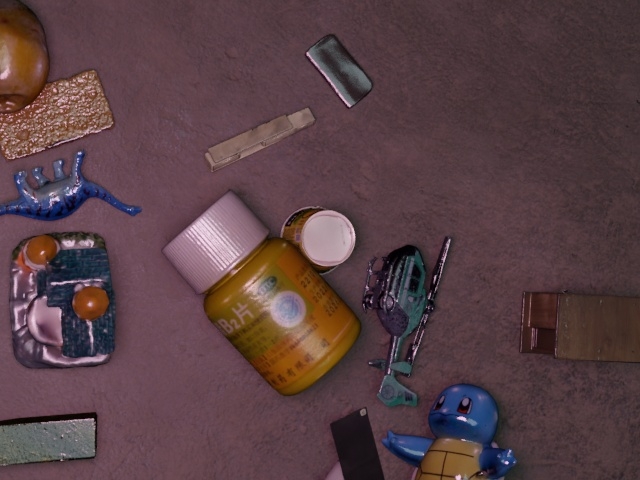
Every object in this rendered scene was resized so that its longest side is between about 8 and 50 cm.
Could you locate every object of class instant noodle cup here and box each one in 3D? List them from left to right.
[{"bbox_3d":[0.000,0.000,1.838,0.151,0.122,0.151,0,90,-13],"label":"instant noodle cup"}]

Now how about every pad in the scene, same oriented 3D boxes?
[{"bbox_3d":[0.082,0.457,1.865,0.116,0.004,0.193,-14,91,-44],"label":"pad"}]

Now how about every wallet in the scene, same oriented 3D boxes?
[{"bbox_3d":[0.042,-0.366,1.917,0.082,0.018,0.157,-42,96,-10],"label":"wallet"}]

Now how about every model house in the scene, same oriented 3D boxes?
[{"bbox_3d":[-0.476,0.112,1.649,0.190,0.301,0.271,0,87,-19],"label":"model house"}]

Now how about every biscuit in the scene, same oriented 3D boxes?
[{"bbox_3d":[-0.539,-0.250,1.781,0.231,0.025,0.131,-19,91,-11],"label":"biscuit"}]

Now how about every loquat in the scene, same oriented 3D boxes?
[{"bbox_3d":[-0.610,-0.357,1.695,0.179,0.179,0.227,-8,71,-13],"label":"loquat"}]

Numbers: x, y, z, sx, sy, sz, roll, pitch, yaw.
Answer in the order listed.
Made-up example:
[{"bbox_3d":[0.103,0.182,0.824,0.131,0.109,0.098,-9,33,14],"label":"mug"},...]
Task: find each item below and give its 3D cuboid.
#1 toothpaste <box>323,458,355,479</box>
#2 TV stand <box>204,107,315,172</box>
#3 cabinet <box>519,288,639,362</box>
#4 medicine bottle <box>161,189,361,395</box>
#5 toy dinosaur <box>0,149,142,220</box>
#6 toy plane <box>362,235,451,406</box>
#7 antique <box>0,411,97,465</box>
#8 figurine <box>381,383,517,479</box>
[{"bbox_3d":[-0.017,0.574,1.819,0.068,0.099,0.282,22,64,30],"label":"toothpaste"},{"bbox_3d":[-0.125,-0.215,1.863,0.249,0.042,0.036,-26,73,-14],"label":"TV stand"},{"bbox_3d":[0.568,0.182,1.927,0.215,0.175,0.148,4,87,-11],"label":"cabinet"},{"bbox_3d":[-0.118,0.101,1.756,0.224,0.224,0.384,-42,96,-11],"label":"medicine bottle"},{"bbox_3d":[-0.525,-0.099,1.755,0.329,0.076,0.144,-9,96,-23],"label":"toy dinosaur"},{"bbox_3d":[0.172,0.160,1.885,0.155,0.106,0.382,16,79,-23],"label":"toy plane"},{"bbox_3d":[-0.547,0.384,1.725,0.221,0.080,0.081,-1,87,-11],"label":"antique"},{"bbox_3d":[0.288,0.512,1.833,0.243,0.298,0.416,-4,91,-46],"label":"figurine"}]
